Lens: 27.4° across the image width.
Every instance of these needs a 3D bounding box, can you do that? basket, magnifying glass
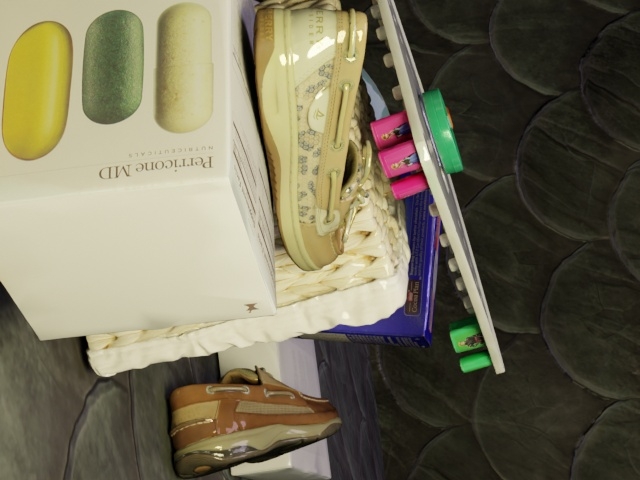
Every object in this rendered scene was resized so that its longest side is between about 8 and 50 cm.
[{"bbox_3d":[-0.094,-0.073,1.362,0.328,0.331,0.266,-84,160,-65],"label":"basket"},{"bbox_3d":[0.134,-0.127,1.461,0.231,0.026,0.092,-60,132,-77],"label":"magnifying glass"}]

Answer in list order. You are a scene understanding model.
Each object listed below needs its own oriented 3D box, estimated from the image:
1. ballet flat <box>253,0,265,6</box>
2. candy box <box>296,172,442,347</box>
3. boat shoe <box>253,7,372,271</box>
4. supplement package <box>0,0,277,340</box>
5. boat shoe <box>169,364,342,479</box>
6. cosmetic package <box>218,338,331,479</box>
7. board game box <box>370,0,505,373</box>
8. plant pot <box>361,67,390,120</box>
[{"bbox_3d":[-0.102,-0.327,1.817,0.106,0.107,0.316,28,45,-53],"label":"ballet flat"},{"bbox_3d":[0.000,0.000,1.781,0.122,0.317,0.268,59,36,-73],"label":"candy box"},{"bbox_3d":[0.004,-0.073,1.081,0.285,0.089,0.104,81,5,-55],"label":"boat shoe"},{"bbox_3d":[-0.148,-0.089,1.035,0.198,0.199,0.262,76,9,-57],"label":"supplement package"},{"bbox_3d":[-0.079,0.214,1.653,0.324,0.122,0.120,4,64,-64],"label":"boat shoe"},{"bbox_3d":[-0.077,0.168,1.966,0.284,0.097,0.377,56,25,-73],"label":"cosmetic package"},{"bbox_3d":[0.103,-0.102,1.448,0.390,0.050,0.390,65,11,-48],"label":"board game box"},{"bbox_3d":[-0.062,-0.153,2.009,0.195,0.290,0.290,-44,133,-34],"label":"plant pot"}]
